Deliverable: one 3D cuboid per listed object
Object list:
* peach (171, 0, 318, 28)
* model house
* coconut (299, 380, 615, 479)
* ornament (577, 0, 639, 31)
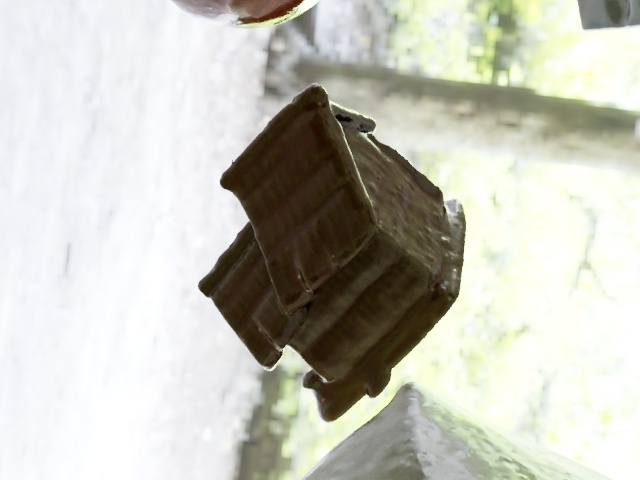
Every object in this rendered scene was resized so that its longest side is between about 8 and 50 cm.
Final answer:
[{"bbox_3d":[-0.045,-0.293,1.309,0.257,0.232,0.232,-48,-178,14],"label":"peach"},{"bbox_3d":[0.001,0.001,1.552,0.199,0.229,0.219,-41,-163,16],"label":"model house"},{"bbox_3d":[0.078,0.240,1.048,0.329,0.329,0.329,7,90,-84],"label":"coconut"},{"bbox_3d":[0.343,-0.303,1.335,0.239,0.240,0.240,6,-70,63],"label":"ornament"}]
